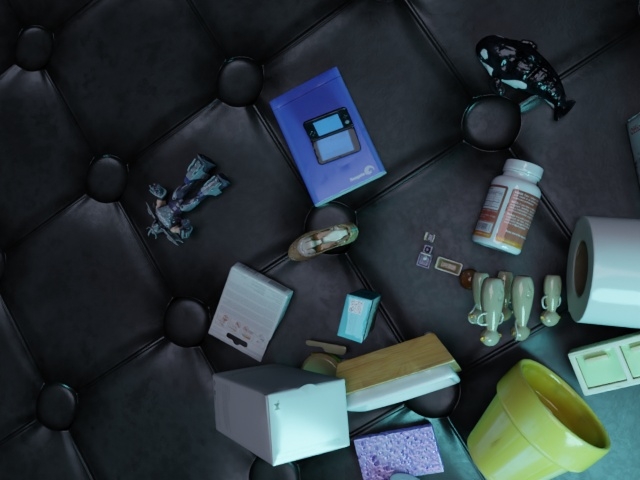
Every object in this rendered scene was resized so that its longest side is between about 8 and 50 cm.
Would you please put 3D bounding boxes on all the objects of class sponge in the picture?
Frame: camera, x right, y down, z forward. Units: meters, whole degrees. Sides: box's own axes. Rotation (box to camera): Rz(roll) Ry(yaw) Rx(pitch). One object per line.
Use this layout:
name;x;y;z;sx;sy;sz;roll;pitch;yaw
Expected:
sponge;0.202;0.551;1.392;0.210;0.031;0.117;-14;85;12

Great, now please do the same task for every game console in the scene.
game console;0.030;-0.272;1.402;0.122;0.107;0.071;-19;55;10

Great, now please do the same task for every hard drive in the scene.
hard drive;0.017;-0.280;1.461;0.210;0.040;0.318;-25;83;10

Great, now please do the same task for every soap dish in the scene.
soap dish;0.189;0.324;1.315;0.291;0.229;0.118;-20;67;11

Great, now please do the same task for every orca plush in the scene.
orca plush;0.503;-0.414;1.327;0.151;0.102;0.287;-34;81;9

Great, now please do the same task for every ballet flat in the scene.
ballet flat;0.000;0.000;1.440;0.206;0.067;0.073;-24;84;11

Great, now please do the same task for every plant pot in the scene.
plant pot;0.477;0.445;1.241;0.254;0.254;0.239;42;113;11

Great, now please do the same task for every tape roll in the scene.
tape roll;0.665;0.070;1.200;0.169;0.246;0.246;3;89;13

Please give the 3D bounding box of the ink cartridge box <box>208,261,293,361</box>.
ink cartridge box;-0.196;0.198;1.496;0.181;0.056;0.224;27;112;12

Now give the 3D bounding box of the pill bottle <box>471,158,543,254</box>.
pill bottle;0.462;-0.082;1.314;0.121;0.121;0.216;20;92;13

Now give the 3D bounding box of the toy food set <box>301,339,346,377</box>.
toy food set;0.010;0.364;1.444;0.132;0.038;0.192;9;95;20

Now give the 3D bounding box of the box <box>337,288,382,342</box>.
box;0.101;0.178;1.320;0.060;0.244;0.100;14;91;12

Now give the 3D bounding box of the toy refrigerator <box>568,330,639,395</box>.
toy refrigerator;0.719;0.265;1.218;0.269;0.094;0.102;-23;77;27

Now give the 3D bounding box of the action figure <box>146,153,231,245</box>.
action figure;-0.394;-0.111;1.519;0.285;0.099;0.185;-43;85;11

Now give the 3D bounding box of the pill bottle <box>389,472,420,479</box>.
pill bottle;0.198;0.697;1.334;0.118;0.117;0.208;11;95;13

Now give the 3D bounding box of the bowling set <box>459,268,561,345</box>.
bowling set;0.432;0.153;1.310;0.287;0.200;0.154;1;93;-29

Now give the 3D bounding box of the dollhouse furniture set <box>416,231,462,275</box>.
dollhouse furniture set;0.308;0.038;1.363;0.114;0.081;0.091;19;92;13

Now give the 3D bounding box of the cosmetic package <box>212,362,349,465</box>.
cosmetic package;-0.109;0.394;1.283;0.197;0.365;0.155;-2;86;-28

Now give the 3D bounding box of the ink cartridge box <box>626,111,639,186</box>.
ink cartridge box;0.801;-0.170;1.203;0.114;0.197;0.272;-11;86;10
